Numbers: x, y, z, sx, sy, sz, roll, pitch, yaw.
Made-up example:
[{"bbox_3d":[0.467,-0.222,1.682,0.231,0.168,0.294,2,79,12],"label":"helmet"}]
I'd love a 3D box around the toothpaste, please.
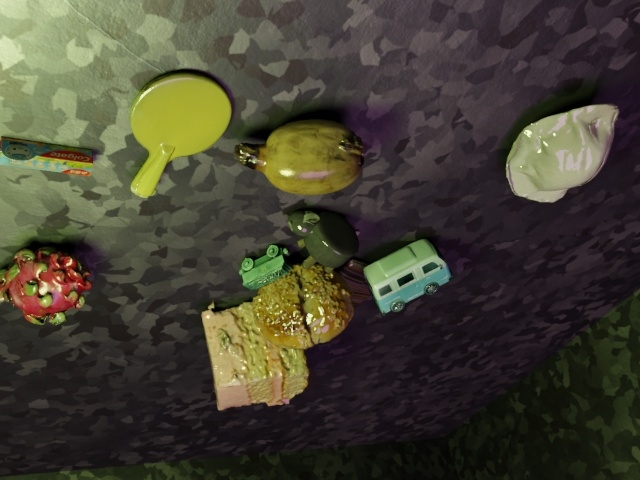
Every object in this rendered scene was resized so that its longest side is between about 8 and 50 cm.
[{"bbox_3d":[-0.610,-0.178,1.467,0.193,0.070,0.044,5,138,-29],"label":"toothpaste"}]

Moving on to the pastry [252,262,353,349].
[{"bbox_3d":[-0.063,0.189,2.023,0.315,0.284,0.184,-11,148,5],"label":"pastry"}]

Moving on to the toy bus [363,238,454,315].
[{"bbox_3d":[0.285,0.107,2.162,0.271,0.133,0.165,-27,130,-1],"label":"toy bus"}]

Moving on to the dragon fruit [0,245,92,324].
[{"bbox_3d":[-0.733,0.108,1.726,0.198,0.273,0.218,-56,147,-23],"label":"dragon fruit"}]

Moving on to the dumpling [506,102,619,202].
[{"bbox_3d":[0.665,-0.247,1.843,0.260,0.181,0.341,2,164,-12],"label":"dumpling"}]

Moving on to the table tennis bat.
[{"bbox_3d":[-0.347,-0.237,1.523,0.224,0.054,0.369,10,133,-35],"label":"table tennis bat"}]

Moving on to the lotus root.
[{"bbox_3d":[-0.052,-0.200,1.585,0.310,0.183,0.183,-3,143,-12],"label":"lotus root"}]

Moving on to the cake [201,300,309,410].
[{"bbox_3d":[-0.225,0.389,2.215,0.307,0.314,0.293,-9,146,-15],"label":"cake"}]

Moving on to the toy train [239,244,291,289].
[{"bbox_3d":[-0.166,0.084,1.996,0.172,0.099,0.070,-26,147,13],"label":"toy train"}]

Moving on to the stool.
[{"bbox_3d":[0.002,-0.006,1.927,0.228,0.153,0.139,43,127,-4],"label":"stool"}]

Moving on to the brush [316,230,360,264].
[{"bbox_3d":[0.021,0.050,2.106,0.103,0.013,0.272,7,139,-30],"label":"brush"}]

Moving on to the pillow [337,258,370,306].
[{"bbox_3d":[0.114,0.151,2.250,0.208,0.052,0.212,17,131,-40],"label":"pillow"}]
